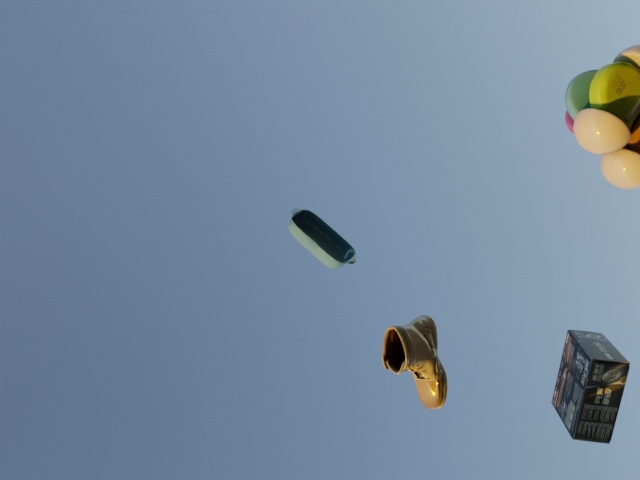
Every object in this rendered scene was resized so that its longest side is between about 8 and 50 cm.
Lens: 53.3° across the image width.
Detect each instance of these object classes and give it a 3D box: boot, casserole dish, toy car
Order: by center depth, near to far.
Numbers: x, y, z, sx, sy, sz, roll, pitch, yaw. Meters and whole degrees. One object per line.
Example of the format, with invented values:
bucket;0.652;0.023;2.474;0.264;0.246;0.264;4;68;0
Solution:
toy car;0.415;-0.174;0.899;0.182;0.136;0.159;38;-97;-30
boot;0.207;0.282;1.410;0.165;0.077;0.213;-5;-94;-54
casserole dish;0.000;0.000;1.472;0.188;0.037;0.114;41;-152;9

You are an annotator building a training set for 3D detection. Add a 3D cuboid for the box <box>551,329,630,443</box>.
box;0.550;0.296;1.310;0.077;0.147;0.180;7;-75;2
